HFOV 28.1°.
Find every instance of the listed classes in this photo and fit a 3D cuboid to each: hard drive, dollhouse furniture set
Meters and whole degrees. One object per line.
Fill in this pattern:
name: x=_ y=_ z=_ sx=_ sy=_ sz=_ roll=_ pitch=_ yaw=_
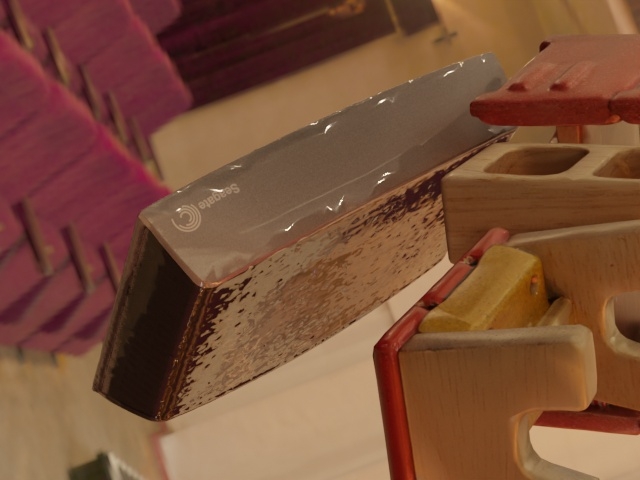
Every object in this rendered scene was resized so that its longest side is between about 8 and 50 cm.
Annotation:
hard drive: x=0.000 y=0.000 z=0.707 sx=0.054 sy=0.254 sz=0.172 roll=47 pitch=-39 yaw=20
dollhouse furniture set: x=0.120 y=0.046 z=0.590 sx=0.374 sy=0.152 sz=0.201 roll=-38 pitch=124 yaw=-50
